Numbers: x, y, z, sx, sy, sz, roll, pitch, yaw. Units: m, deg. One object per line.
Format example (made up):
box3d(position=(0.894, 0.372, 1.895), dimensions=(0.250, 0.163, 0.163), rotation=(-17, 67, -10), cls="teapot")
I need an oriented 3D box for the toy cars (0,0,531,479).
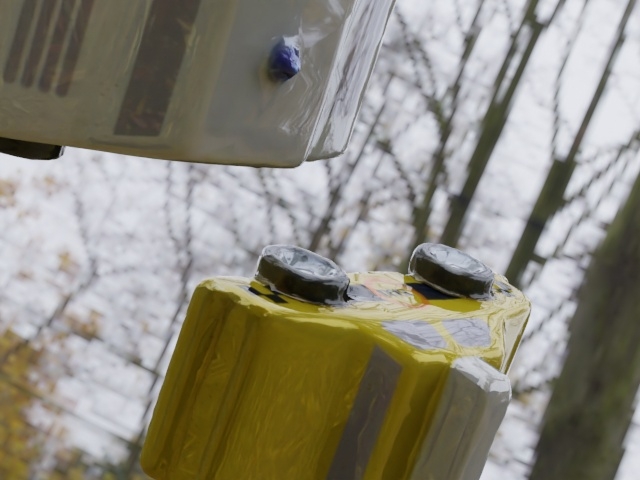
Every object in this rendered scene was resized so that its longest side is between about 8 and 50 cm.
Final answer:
box3d(position=(0.000, 0.000, 0.614), dimensions=(0.087, 0.176, 0.394), rotation=(30, -22, 36), cls="toy cars")
